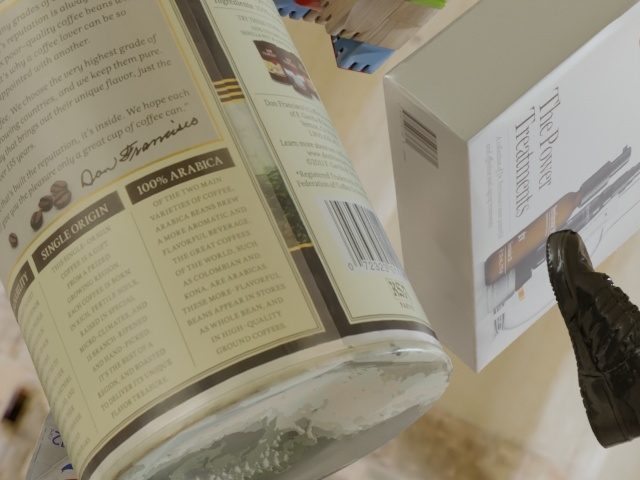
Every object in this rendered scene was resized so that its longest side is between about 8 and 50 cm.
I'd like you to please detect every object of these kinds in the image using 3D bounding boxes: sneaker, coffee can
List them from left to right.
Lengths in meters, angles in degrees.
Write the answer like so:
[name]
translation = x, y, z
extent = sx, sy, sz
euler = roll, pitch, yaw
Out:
[coffee can]
translation = -0.077, -0.010, 0.891
extent = 0.275, 0.201, 0.201
euler = 65, 12, 22
[sneaker]
translation = 0.201, 0.064, 1.028
extent = 0.089, 0.170, 0.051
euler = -19, -20, 20

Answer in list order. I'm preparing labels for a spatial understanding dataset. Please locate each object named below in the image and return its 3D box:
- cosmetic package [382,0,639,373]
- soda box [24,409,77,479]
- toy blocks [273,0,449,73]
[cosmetic package]
translation = 0.195, -0.085, 1.370
extent = 0.097, 0.284, 0.377
euler = 41, -18, 25
[soda box]
translation = -0.200, 0.169, 1.576
extent = 0.098, 0.091, 0.286
euler = 20, 17, -3
[toy blocks]
translation = 0.028, -0.343, 1.844
extent = 0.190, 0.381, 0.261
euler = 8, -32, -33
